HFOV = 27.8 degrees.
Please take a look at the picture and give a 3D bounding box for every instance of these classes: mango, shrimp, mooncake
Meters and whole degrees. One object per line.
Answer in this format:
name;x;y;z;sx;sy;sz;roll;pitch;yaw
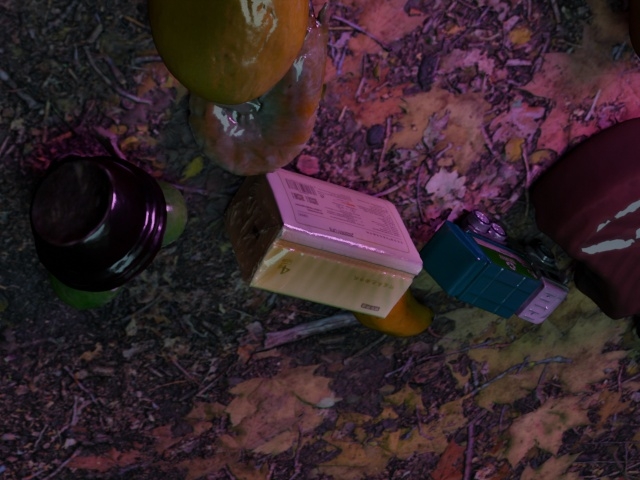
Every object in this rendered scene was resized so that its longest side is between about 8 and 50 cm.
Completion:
mango;0.100;0.096;1.972;0.098;0.075;0.190;-35;138;16
shrimp;-0.077;-0.215;1.648;0.168;0.077;0.317;4;126;-11
mango;-0.109;-0.316;1.492;0.195;0.142;0.332;6;112;14
mooncake;0.483;-0.023;1.957;0.333;0.174;0.326;-9;133;-16

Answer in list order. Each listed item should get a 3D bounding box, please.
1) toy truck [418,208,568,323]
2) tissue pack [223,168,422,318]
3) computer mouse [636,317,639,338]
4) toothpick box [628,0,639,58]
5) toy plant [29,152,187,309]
toy truck;0.262;0.045;1.962;0.253;0.124;0.114;22;119;-32
tissue pack;0.000;0.000;1.794;0.234;0.159;0.125;15;121;-31
computer mouse;0.654;0.130;2.211;0.241;0.078;0.146;-17;134;-8
toothpick box;0.454;-0.353;1.669;0.192;0.192;0.294;-30;138;5
toy plant;-0.283;-0.009;1.686;0.218;0.175;0.235;-36;157;2
